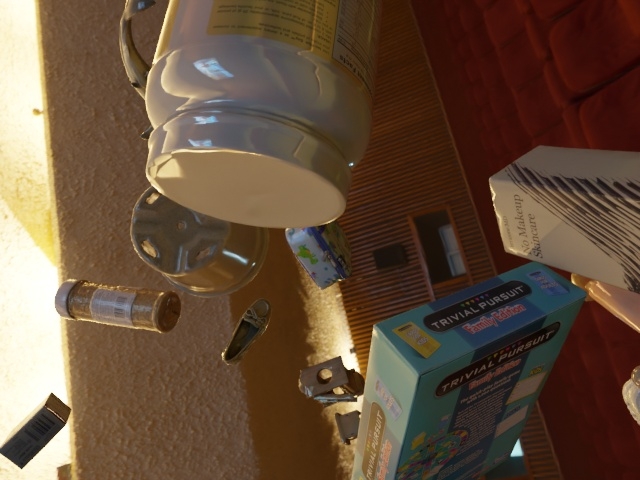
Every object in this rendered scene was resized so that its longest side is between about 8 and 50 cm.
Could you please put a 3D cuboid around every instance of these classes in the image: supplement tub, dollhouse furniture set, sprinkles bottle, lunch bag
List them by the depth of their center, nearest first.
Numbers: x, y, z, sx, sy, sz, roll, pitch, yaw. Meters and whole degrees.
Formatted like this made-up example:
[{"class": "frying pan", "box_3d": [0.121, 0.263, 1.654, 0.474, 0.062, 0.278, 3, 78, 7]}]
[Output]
[{"class": "supplement tub", "box_3d": [-0.054, -0.202, 0.515, 0.241, 0.241, 0.332, 24, -113, -44]}, {"class": "dollhouse furniture set", "box_3d": [0.044, 0.356, 0.961, 0.182, 0.101, 0.161, 55, -166, -54]}, {"class": "lunch bag", "box_3d": [0.000, 0.000, 1.066, 0.176, 0.090, 0.219, 57, -165, -13]}, {"class": "sprinkles bottle", "box_3d": [-0.587, 0.188, 1.329, 0.121, 0.355, 0.121, 5, -90, -74]}]

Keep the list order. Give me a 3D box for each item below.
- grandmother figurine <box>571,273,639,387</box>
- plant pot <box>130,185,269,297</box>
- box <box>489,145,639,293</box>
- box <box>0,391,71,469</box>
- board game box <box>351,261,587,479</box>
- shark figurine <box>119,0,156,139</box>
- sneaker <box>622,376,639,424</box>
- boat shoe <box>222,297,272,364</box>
[{"class": "grandmother figurine", "box_3d": [0.455, 0.109, 0.506, 0.104, 0.208, 0.342, 22, -158, -28]}, {"class": "plant pot", "box_3d": [-0.311, -0.018, 1.156, 0.305, 0.333, 0.334, 94, 156, -85]}, {"class": "box", "box_3d": [0.306, -0.019, 0.444, 0.094, 0.275, 0.113, -31, -66, -17]}, {"class": "box", "box_3d": [-0.669, 0.445, 1.087, 0.072, 0.137, 0.126, 48, -109, -14]}, {"class": "board game box", "box_3d": [0.173, 0.211, 0.592, 0.253, 0.079, 0.336, -16, -52, -26]}, {"class": "shark figurine", "box_3d": [-0.300, -0.305, 0.839, 0.278, 0.166, 0.116, 58, -169, -35]}, {"class": "sneaker", "box_3d": [0.575, 0.308, 0.651, 0.292, 0.110, 0.118, 46, -167, 15]}, {"class": "boat shoe", "box_3d": [-0.149, 0.185, 0.942, 0.056, 0.048, 0.153, 35, -109, 4]}]
